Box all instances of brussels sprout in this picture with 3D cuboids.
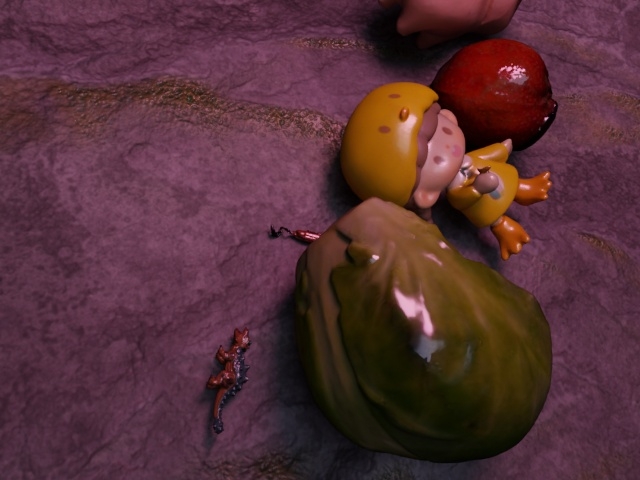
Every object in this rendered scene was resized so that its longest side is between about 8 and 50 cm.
[{"bbox_3d":[0.126,0.126,0.746,0.371,0.276,0.315,40,64,1],"label":"brussels sprout"}]

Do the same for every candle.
[{"bbox_3d":[0.000,0.000,0.893,0.167,0.021,0.026,14,43,-8],"label":"candle"}]

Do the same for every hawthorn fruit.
[{"bbox_3d":[0.287,-0.258,0.983,0.251,0.189,0.189,11,69,9],"label":"hawthorn fruit"}]

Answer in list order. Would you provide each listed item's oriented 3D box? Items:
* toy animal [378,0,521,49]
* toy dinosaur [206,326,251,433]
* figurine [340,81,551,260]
[{"bbox_3d":[0.255,-0.475,1.000,0.237,0.269,0.326,59,29,1],"label":"toy animal"},{"bbox_3d":[-0.130,0.193,0.779,0.055,0.049,0.154,17,64,-12],"label":"toy dinosaur"},{"bbox_3d":[0.196,-0.112,0.897,0.344,0.187,0.215,29,62,-9],"label":"figurine"}]
